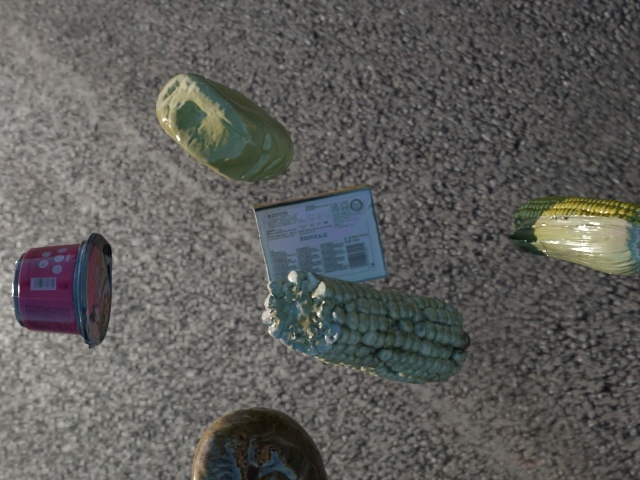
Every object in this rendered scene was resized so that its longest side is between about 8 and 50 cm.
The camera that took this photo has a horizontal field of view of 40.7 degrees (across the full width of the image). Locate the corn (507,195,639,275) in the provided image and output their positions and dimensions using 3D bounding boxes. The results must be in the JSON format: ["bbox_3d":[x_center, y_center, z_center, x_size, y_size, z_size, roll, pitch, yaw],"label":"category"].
[{"bbox_3d":[0.435,-0.009,1.435,0.123,0.122,0.305,-44,20,-14],"label":"corn"}]

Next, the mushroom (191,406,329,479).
[{"bbox_3d":[-0.088,0.399,1.385,0.146,0.278,0.278,-30,69,37],"label":"mushroom"}]

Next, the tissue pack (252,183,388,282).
[{"bbox_3d":[0.000,0.000,1.648,0.225,0.124,0.185,-11,93,-1],"label":"tissue pack"}]

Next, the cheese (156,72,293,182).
[{"bbox_3d":[-0.152,-0.190,1.424,0.226,0.214,0.117,44,107,24],"label":"cheese"}]

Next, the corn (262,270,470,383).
[{"bbox_3d":[0.048,0.080,0.762,0.087,0.211,0.087,-15,68,42],"label":"corn"}]

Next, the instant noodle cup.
[{"bbox_3d":[-0.592,0.111,1.968,0.181,0.302,0.258,0,116,-1],"label":"instant noodle cup"}]
